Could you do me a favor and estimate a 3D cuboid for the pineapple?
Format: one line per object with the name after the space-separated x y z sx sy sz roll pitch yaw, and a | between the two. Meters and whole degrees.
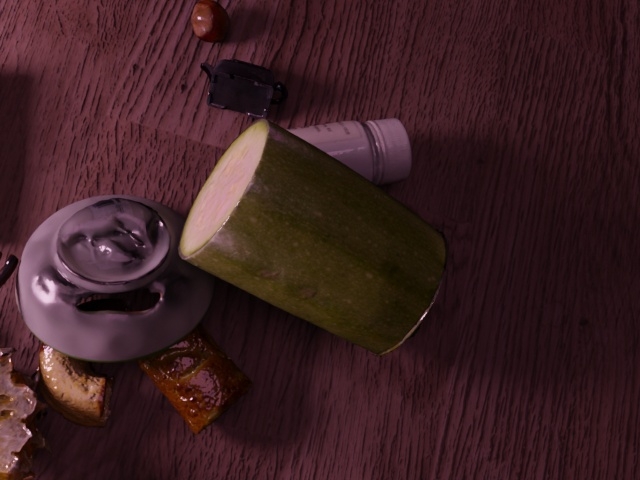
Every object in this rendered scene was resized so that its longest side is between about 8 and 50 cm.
-0.505 0.270 1.082 0.186 0.114 0.236 -6 44 -24 | pineapple

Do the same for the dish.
-0.332 0.029 1.173 0.324 0.124 0.324 6 49 -7 | dish

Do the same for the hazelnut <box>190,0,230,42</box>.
-0.217 -0.435 1.434 0.086 0.086 0.086 4 72 -11 | hazelnut

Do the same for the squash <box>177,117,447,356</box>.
0.000 0.000 1.188 0.384 0.263 0.263 30 68 -22 | squash

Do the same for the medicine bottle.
0.035 -0.153 1.361 0.252 0.144 0.144 -10 75 -12 | medicine bottle

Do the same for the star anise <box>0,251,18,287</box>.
-0.626 0.127 1.130 0.346 0.148 0.237 -31 84 -9 | star anise

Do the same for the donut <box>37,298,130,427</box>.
-0.395 0.194 1.189 0.141 0.085 0.217 3 73 -11 | donut

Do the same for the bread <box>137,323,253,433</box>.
-0.211 0.219 1.212 0.132 0.103 0.172 -39 86 -19 | bread

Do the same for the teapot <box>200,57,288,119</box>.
-0.149 -0.308 1.406 0.177 0.087 0.096 14 48 -8 | teapot
